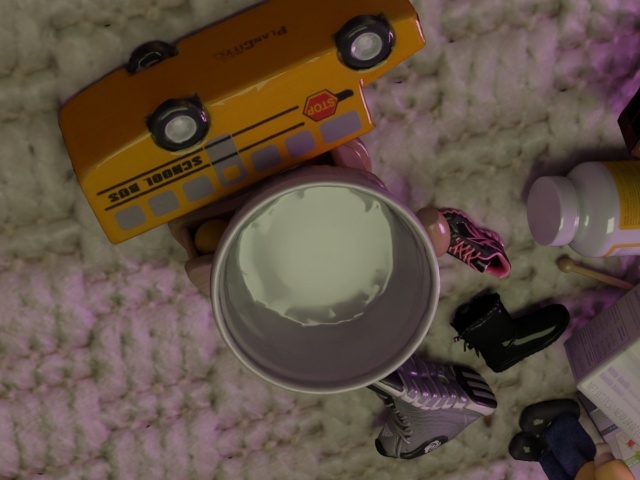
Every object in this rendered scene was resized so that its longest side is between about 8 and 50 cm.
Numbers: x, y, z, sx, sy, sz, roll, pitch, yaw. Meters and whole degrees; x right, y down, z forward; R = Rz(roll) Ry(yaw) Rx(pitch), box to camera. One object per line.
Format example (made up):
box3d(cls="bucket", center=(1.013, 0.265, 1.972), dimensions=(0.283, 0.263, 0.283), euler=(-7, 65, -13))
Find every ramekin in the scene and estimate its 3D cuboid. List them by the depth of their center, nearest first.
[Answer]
box3d(cls="ramekin", center=(0.000, 0.028, 1.460), dimensions=(0.207, 0.109, 0.207), euler=(-1, 108, -4))

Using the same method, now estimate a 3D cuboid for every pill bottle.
box3d(cls="pill bottle", center=(0.318, -0.034, 1.688), dimensions=(0.184, 0.103, 0.103), euler=(-2, 129, -22))

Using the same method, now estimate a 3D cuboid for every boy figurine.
box3d(cls="boy figurine", center=(0.323, 0.330, 1.882), dimensions=(0.092, 0.285, 0.177), euler=(-2, 133, -22))

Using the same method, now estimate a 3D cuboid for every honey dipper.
box3d(cls="honey dipper", center=(0.334, 0.047, 1.819), dimensions=(0.160, 0.030, 0.030), euler=(16, 121, -30))

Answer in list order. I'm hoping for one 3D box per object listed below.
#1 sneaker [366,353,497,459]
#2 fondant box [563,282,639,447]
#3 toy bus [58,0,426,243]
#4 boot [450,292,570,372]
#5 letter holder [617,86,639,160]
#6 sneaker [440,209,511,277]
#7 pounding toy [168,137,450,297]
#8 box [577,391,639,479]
box3d(cls="sneaker", center=(0.087, 0.195, 1.803), dimensions=(0.228, 0.086, 0.132), euler=(21, 121, -36))
box3d(cls="fondant box", center=(0.480, 0.115, 1.798), dimensions=(0.330, 0.096, 0.238), euler=(-41, 112, 17))
box3d(cls="toy bus", center=(-0.067, -0.128, 1.437), dimensions=(0.332, 0.108, 0.130), euler=(-24, 134, -2))
box3d(cls="boot", center=(0.213, 0.092, 1.796), dimensions=(0.121, 0.045, 0.099), euler=(-35, 130, 10))
box3d(cls="letter holder", center=(0.483, -0.112, 1.569), dimensions=(0.301, 0.152, 0.214), euler=(31, 107, -3))
box3d(cls="sneaker", center=(0.159, 0.008, 1.689), dimensions=(0.119, 0.057, 0.047), euler=(21, 120, -34))
box3d(cls="pounding toy", center=(0.000, 0.000, 1.544), dimensions=(0.269, 0.155, 0.154), euler=(-18, 138, -8))
box3d(cls="box", center=(0.419, 0.217, 1.994), dimensions=(0.145, 0.038, 0.186), euler=(-31, 135, 4))
